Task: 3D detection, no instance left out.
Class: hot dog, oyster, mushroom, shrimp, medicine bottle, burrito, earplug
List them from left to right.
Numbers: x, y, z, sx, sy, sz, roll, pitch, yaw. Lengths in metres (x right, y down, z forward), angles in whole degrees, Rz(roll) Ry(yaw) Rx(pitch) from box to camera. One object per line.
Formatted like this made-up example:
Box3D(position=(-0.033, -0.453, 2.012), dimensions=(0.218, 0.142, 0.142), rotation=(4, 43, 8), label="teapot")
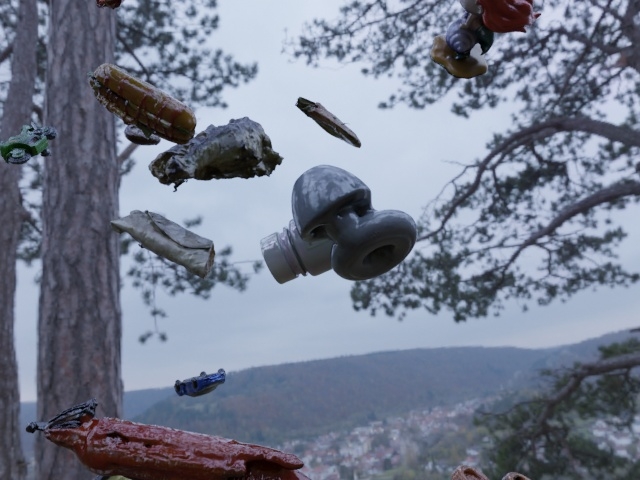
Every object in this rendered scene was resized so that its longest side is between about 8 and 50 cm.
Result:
Box3D(position=(-0.365, -0.268, 1.125), dimensions=(0.250, 0.076, 0.104), rotation=(29, -39, 2), label="hot dog")
Box3D(position=(-0.605, -0.355, 1.907), dimensions=(0.123, 0.123, 0.052), rotation=(3, -55, -36), label="mushroom")
Box3D(position=(-0.276, -0.001, 1.009), dimensions=(0.225, 0.061, 0.087), rotation=(23, 25, 16), label="burrito")
Box3D(position=(-0.246, -0.197, 1.288), dimensions=(0.197, 0.133, 0.337), rotation=(25, 41, 35), label="oyster")
Box3D(position=(0.000, 0.000, 1.486), dimensions=(0.292, 0.170, 0.170), rotation=(-25, -15, 6), label="medicine bottle")
Box3D(position=(0.026, -0.322, 1.513), dimensions=(0.217, 0.051, 0.115), rotation=(38, -3, -1), label="shrimp")
Box3D(position=(0.074, -0.034, 1.255), dimensions=(0.325, 0.175, 0.214), rotation=(39, -68, -24), label="earplug")

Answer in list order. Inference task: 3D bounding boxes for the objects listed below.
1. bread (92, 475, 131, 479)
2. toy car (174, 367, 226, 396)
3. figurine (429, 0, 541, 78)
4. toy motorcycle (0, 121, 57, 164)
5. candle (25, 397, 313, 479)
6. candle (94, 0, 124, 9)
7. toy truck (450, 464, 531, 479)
Box3D(position=(-0.405, 0.714, 1.249), dimensions=(0.404, 0.242, 0.346), rotation=(13, 42, 25), label="bread")
Box3D(position=(-0.347, 0.419, 1.632), dimensions=(0.103, 0.063, 0.216), rotation=(-10, -8, -38), label="toy car")
Box3D(position=(0.376, -0.519, 1.272), dimensions=(0.180, 0.208, 0.257), rotation=(-34, -20, -28), label="figurine")
Box3D(position=(-0.777, -0.251, 1.476), dimensions=(0.106, 0.190, 0.074), rotation=(4, -52, 6), label="toy motorcycle")
Box3D(position=(-0.138, 0.219, 0.548), dimensions=(0.301, 0.084, 0.059), rotation=(14, 11, -1), label="candle")
Box3D(position=(-0.377, -0.469, 1.040), dimensions=(0.051, 0.131, 0.052), rotation=(12, -36, 9), label="candle")
Box3D(position=(0.322, 0.569, 1.053), dimensions=(0.287, 0.205, 0.212), rotation=(20, 12, -21), label="toy truck")
